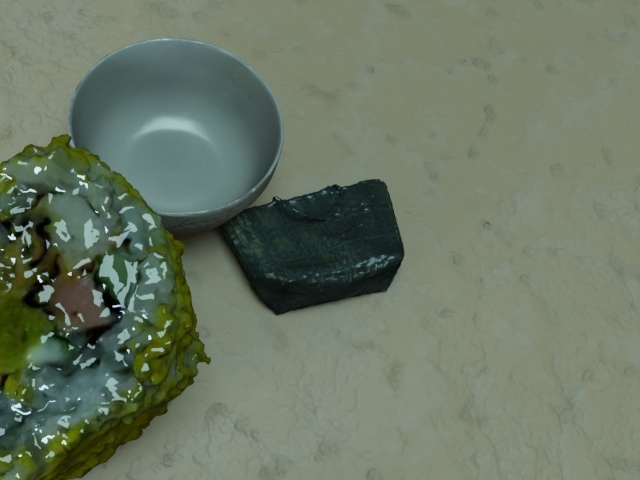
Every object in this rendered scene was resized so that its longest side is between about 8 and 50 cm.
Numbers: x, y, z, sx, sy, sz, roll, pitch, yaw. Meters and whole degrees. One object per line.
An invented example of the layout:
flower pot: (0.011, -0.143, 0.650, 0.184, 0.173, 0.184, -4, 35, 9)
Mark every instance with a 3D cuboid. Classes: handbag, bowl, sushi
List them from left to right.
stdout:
sushi: (-0.335, 0.092, 1.055, 0.396, 0.240, 0.351, -34, 78, -6)
bowl: (-0.201, -0.124, 1.303, 0.287, 0.144, 0.287, 5, 60, -9)
handbag: (0.000, 0.000, 1.350, 0.270, 0.088, 0.175, -12, 60, -21)
